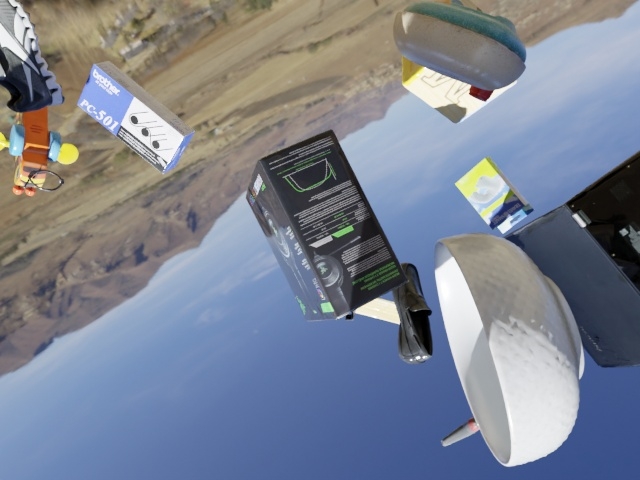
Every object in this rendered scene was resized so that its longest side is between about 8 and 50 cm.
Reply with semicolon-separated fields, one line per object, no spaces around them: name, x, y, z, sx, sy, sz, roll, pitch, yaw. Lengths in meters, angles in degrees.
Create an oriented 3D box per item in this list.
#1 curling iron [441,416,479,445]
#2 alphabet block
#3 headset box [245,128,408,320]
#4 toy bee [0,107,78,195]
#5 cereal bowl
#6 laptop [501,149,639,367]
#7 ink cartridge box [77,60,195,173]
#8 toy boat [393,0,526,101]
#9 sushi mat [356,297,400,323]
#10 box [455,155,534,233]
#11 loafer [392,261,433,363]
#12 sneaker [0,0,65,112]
curling iron;0.342;0.395;1.149;0.068;0.035;0.274;-67;-179;-48
alphabet block;0.334;-0.444;1.277;0.193;0.197;0.192;-35;-140;42
headset box;0.000;0.000;0.878;0.131;0.283;0.246;-26;178;-15
toy bee;-0.675;-0.190;1.189;0.162;0.195;0.298;-46;-148;35
cereal bowl;0.282;0.142;0.772;0.141;0.338;0.339;-15;-168;3
laptop;0.660;0.037;1.073;0.408;0.382;0.236;-39;173;17
ink cartridge box;-0.347;-0.230;0.976;0.097;0.207;0.046;-49;-177;32
toy boat;0.287;-0.372;0.987;0.318;0.267;0.148;3;117;-54
sushi mat;0.093;0.157;1.309;0.151;0.317;0.019;115;-11;-68
box;0.444;-0.113;1.332;0.042;0.178;0.109;-24;163;-51
loafer;0.204;0.149;1.109;0.076;0.223;0.078;16;151;-34
sneaker;-0.527;-0.318;0.869;0.078;0.234;0.106;16;-135;31
